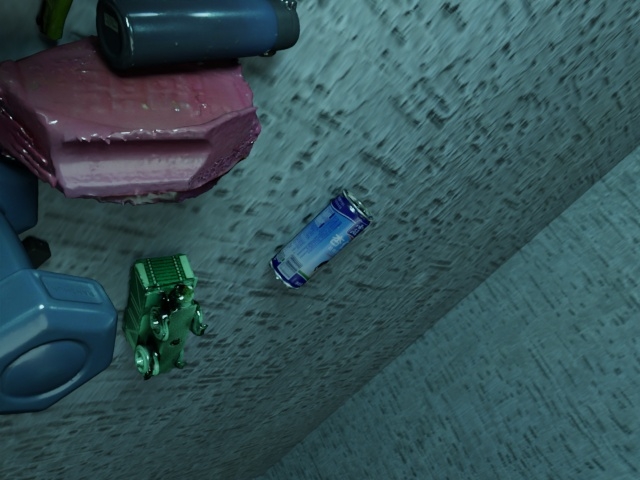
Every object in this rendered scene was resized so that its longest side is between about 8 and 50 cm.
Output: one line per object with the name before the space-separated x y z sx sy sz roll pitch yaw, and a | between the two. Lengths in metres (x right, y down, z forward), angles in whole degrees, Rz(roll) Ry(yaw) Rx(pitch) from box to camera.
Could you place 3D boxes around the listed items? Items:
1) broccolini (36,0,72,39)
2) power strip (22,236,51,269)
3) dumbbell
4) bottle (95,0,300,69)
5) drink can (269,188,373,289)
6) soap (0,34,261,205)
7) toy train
broccolini | -0.176 -0.290 0.538 0.271 0.062 0.123 -33 148 12
power strip | -0.452 0.040 0.765 0.111 0.029 0.038 -39 152 8
dumbbell | -0.343 0.021 0.545 0.143 0.316 0.156 -14 140 -41
bottle | -0.127 -0.243 0.596 0.244 0.072 0.082 -25 151 -39
drink can | 0.000 0.000 1.124 0.235 0.097 0.097 -44 151 15
soap | -0.213 -0.138 0.586 0.289 0.182 0.112 -7 143 -34
toy train | -0.300 0.150 0.970 0.115 0.154 0.269 -14 147 -36
